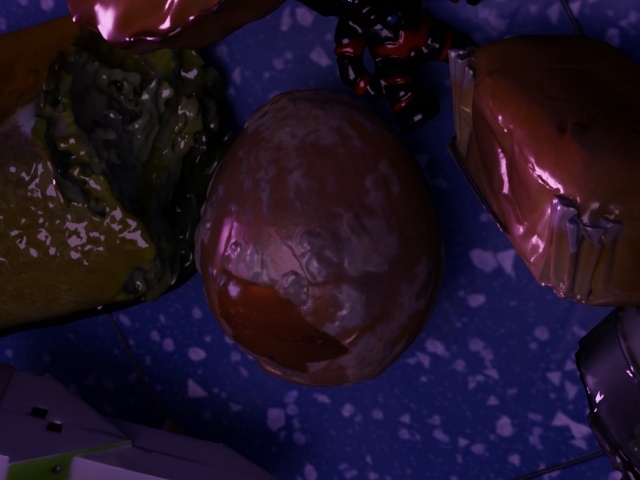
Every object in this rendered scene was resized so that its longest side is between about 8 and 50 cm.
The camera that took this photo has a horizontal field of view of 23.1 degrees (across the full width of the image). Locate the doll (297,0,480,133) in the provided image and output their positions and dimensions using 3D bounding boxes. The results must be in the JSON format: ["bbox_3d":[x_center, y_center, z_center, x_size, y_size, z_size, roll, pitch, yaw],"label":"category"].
[{"bbox_3d":[0.028,-0.204,1.180,0.249,0.127,0.088,55,150,1],"label":"doll"}]

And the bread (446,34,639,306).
[{"bbox_3d":[0.182,-0.057,1.075,0.136,0.241,0.107,-1,122,-16],"label":"bread"}]

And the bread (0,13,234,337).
[{"bbox_3d":[-0.266,-0.038,1.299,0.376,0.208,0.251,-11,99,29],"label":"bread"}]

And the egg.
[{"bbox_3d":[0.000,0.000,1.203,0.194,0.195,0.233,5,111,21],"label":"egg"}]

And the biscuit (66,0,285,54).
[{"bbox_3d":[-0.081,-0.289,1.127,0.325,0.107,0.326,-13,71,41],"label":"biscuit"}]

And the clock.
[{"bbox_3d":[-0.191,0.249,1.354,0.309,0.166,0.235,15,125,-1],"label":"clock"}]

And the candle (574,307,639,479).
[{"bbox_3d":[0.336,0.046,1.086,0.187,0.187,0.330,44,117,3],"label":"candle"}]
